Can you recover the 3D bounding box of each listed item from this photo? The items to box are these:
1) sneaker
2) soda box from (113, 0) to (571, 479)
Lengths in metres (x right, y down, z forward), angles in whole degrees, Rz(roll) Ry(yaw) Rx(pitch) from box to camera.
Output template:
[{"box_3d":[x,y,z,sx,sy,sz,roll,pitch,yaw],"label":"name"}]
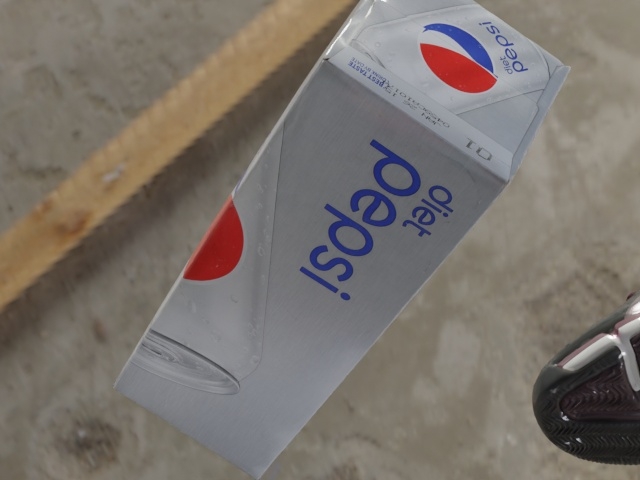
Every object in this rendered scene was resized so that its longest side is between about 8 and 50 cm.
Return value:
[{"box_3d":[0.246,0.023,1.021,0.281,0.106,0.162,-22,35,3],"label":"sneaker"},{"box_3d":[0.000,0.000,0.823,0.098,0.286,0.091,34,48,-3],"label":"soda box"}]
